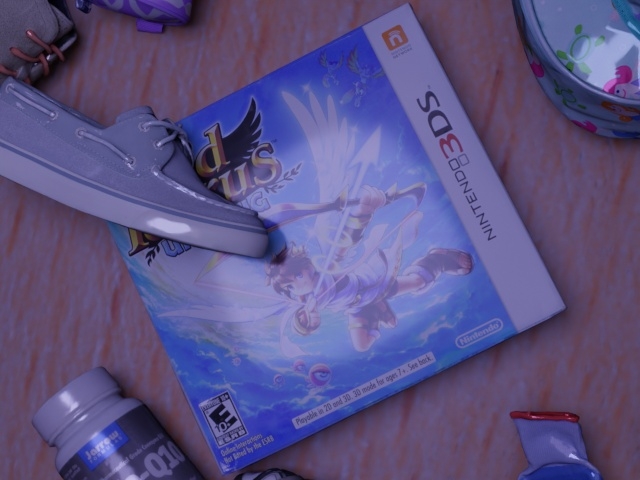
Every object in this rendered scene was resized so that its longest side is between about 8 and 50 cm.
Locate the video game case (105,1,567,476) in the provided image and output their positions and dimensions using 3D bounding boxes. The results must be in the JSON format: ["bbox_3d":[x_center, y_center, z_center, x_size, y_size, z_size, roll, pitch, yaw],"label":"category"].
[{"bbox_3d":[0.000,0.000,0.813,0.269,0.061,0.244,-27,82,5],"label":"video game case"}]

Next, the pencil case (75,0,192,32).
[{"bbox_3d":[-0.109,-0.255,0.834,0.086,0.088,0.206,17,89,15],"label":"pencil case"}]

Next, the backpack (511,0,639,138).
[{"bbox_3d":[0.250,-0.186,0.739,0.253,0.191,0.225,-13,80,13],"label":"backpack"}]

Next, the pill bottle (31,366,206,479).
[{"bbox_3d":[-0.139,0.162,0.809,0.078,0.078,0.137,-41,82,2],"label":"pill bottle"}]

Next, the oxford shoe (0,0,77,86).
[{"bbox_3d":[-0.262,-0.137,0.822,0.146,0.140,0.397,12,88,2],"label":"oxford shoe"}]

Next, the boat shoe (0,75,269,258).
[{"bbox_3d":[-0.133,-0.054,0.766,0.227,0.079,0.081,21,92,14],"label":"boat shoe"}]

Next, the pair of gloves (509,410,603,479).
[{"bbox_3d":[0.214,0.182,0.749,0.198,0.023,0.159,-6,103,28],"label":"pair of gloves"}]

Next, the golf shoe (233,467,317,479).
[{"bbox_3d":[-0.037,0.255,0.802,0.086,0.067,0.186,7,86,35],"label":"golf shoe"}]
